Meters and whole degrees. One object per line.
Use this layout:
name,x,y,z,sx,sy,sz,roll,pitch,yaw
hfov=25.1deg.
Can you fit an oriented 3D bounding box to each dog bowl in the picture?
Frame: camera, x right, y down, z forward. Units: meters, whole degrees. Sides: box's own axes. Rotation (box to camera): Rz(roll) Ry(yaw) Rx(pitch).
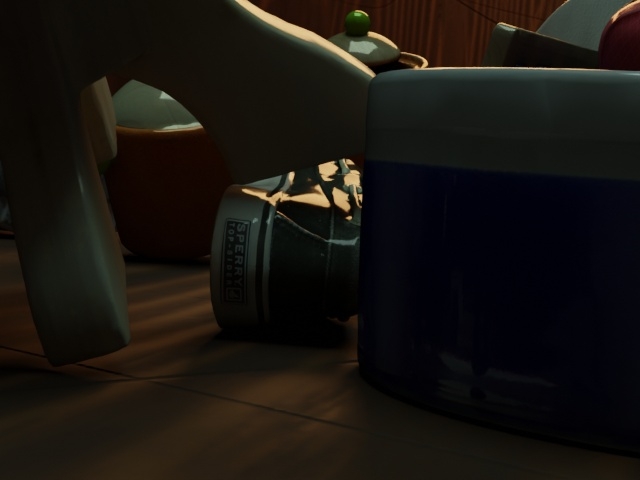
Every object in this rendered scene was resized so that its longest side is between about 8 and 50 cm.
dog bowl,0.145,0.003,0.496,0.265,0.104,0.265,4,4,0

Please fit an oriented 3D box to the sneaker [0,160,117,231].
sneaker,-0.250,-0.059,0.997,0.281,0.105,0.115,5,-1,-14

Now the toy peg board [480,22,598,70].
toy peg board,0.153,-0.045,0.933,0.079,0.160,0.161,24,13,27

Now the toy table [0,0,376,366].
toy table,-0.107,-0.081,0.539,0.252,0.160,0.274,-10,25,8

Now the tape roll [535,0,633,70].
tape roll,0.344,-0.098,1.119,0.392,0.072,0.392,2,-27,1

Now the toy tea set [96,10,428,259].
toy tea set,-0.023,-0.090,0.954,0.200,0.124,0.336,2,23,9

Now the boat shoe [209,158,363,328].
boat shoe,0.000,0.000,0.652,0.070,0.077,0.219,4,12,4

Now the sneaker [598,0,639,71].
sneaker,0.227,-0.052,0.782,0.136,0.115,0.314,-11,36,-23
